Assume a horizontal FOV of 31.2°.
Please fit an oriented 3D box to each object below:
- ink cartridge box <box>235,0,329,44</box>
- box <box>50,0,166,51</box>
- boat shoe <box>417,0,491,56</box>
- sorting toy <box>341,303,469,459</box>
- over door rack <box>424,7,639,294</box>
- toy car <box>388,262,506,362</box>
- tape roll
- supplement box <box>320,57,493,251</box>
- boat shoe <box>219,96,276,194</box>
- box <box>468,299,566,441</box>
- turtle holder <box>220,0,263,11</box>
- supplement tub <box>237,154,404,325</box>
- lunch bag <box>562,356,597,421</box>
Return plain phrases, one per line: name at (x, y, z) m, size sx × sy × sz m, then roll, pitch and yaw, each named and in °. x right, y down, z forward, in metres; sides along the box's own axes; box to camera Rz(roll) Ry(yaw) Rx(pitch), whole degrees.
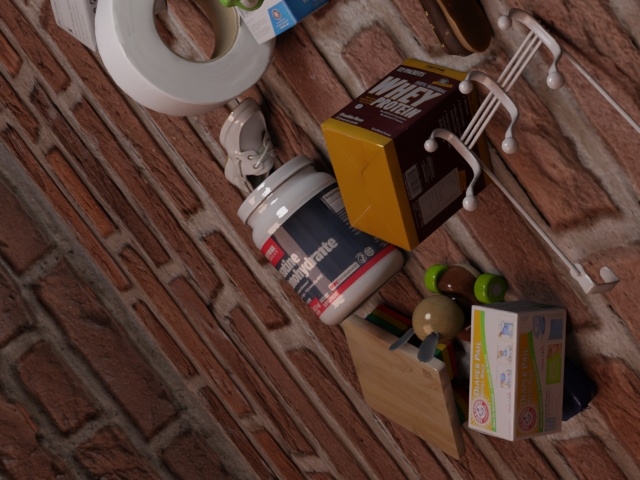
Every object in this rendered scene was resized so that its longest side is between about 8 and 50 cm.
ink cartridge box at (-0.093, -0.420, 1.802) m, size 0.191 × 0.082 × 0.139 m, roll 58°, pitch 153°, yaw -11°
box at (-0.397, -0.479, 2.104) m, size 0.119 × 0.182 × 0.181 m, roll 36°, pitch 151°, yaw 28°
boat shoe at (0.152, -0.335, 1.523) m, size 0.073 × 0.073 × 0.207 m, roll 7°, pitch 129°, yaw 53°
sorting toy at (0.182, 0.262, 2.225) m, size 0.257 × 0.089 × 0.255 m, roll 26°, pitch 145°, yaw 41°
over door rack at (0.297, -0.106, 1.466) m, size 0.324 × 0.108 × 0.239 m, roll 44°, pitch 133°, yaw 15°
toy car at (0.209, 0.142, 1.913) m, size 0.155 × 0.188 × 0.149 m, roll 9°, pitch 131°, yaw 55°
tape roll at (-0.217, -0.348, 1.869) m, size 0.286 × 0.286 × 0.100 m, roll 56°, pitch 153°, yaw -10°
supplement box at (0.132, -0.129, 1.682) m, size 0.129 × 0.194 × 0.191 m, roll 24°, pitch 143°, yaw 42°
boat shoe at (-0.124, -0.169, 2.169) m, size 0.096 × 0.098 × 0.277 m, roll 43°, pitch 162°, yaw 16°
box at (0.311, 0.204, 1.815) m, size 0.103 × 0.114 × 0.203 m, roll 8°, pitch 100°, yaw 55°
turtle holder at (-0.064, -0.439, 1.498) m, size 0.227 × 0.243 × 0.320 m, roll 33°, pitch -163°, yaw -6°
supplement tub at (0.000, 0.000, 2.067) m, size 0.272 × 0.191 × 0.191 m, roll 48°, pitch 154°, yaw 6°
lunch bag at (0.402, 0.242, 1.872) m, size 0.098 × 0.065 × 0.067 m, roll 47°, pitch 138°, yaw 11°
